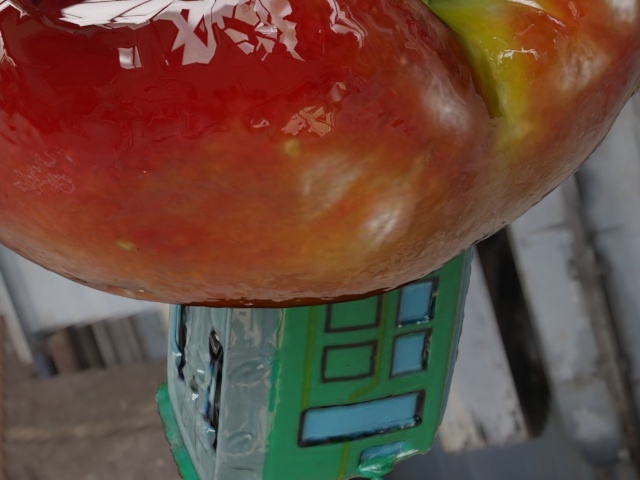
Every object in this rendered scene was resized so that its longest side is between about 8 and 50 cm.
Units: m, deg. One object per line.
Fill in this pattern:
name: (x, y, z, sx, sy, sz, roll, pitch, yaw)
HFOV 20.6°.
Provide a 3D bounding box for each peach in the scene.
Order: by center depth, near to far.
peach: (-0.047, -0.132, 0.895, 0.406, 0.335, 0.310, 7, -2, 30)

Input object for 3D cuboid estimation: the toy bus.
toy bus: (0.000, 0.000, 1.189, 0.199, 0.343, 0.183, -3, 28, -18)
